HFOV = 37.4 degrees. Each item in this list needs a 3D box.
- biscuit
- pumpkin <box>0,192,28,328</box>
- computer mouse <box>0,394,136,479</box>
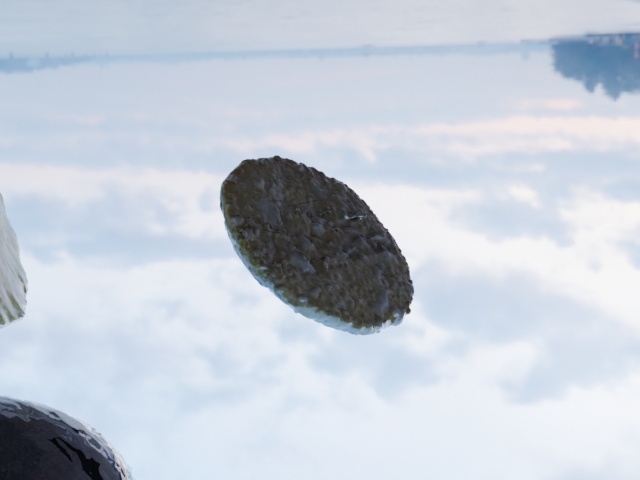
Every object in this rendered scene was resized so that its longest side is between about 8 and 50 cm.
[{"bbox_3d":[-0.001,0.001,0.891,0.220,0.033,0.220,26,-146,-19],"label":"biscuit"},{"bbox_3d":[-0.305,-0.066,0.439,0.199,0.332,0.332,-26,-167,-2],"label":"pumpkin"},{"bbox_3d":[-0.249,0.173,0.627,0.183,0.116,0.323,37,-162,31],"label":"computer mouse"}]
